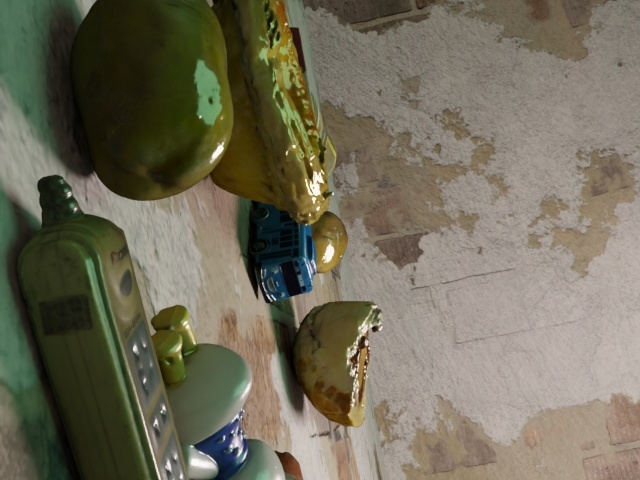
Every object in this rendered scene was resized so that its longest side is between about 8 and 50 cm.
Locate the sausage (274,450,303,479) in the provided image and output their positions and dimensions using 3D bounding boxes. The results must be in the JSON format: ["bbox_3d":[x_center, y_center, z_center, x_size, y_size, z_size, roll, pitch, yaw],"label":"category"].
[{"bbox_3d":[-0.056,0.380,0.789,0.094,0.094,0.419,-61,-166,25],"label":"sausage"}]

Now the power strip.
[{"bbox_3d":[-0.142,0.138,0.579,0.092,0.066,0.388,-86,164,-76],"label":"power strip"}]

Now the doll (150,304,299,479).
[{"bbox_3d":[-0.094,0.198,0.734,0.138,0.119,0.293,-75,149,-58],"label":"doll"}]

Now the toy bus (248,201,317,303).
[{"bbox_3d":[-0.062,0.012,1.333,0.185,0.106,0.090,-94,173,-49],"label":"toy bus"}]

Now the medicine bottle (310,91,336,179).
[{"bbox_3d":[-0.056,-0.196,1.535,0.322,0.151,0.151,47,33,-79],"label":"medicine bottle"}]

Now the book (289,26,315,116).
[{"bbox_3d":[-0.093,-0.260,1.339,0.022,0.162,0.232,146,-63,-65],"label":"book"}]

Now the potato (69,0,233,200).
[{"bbox_3d":[-0.145,-0.134,0.689,0.155,0.136,0.200,72,8,-53],"label":"potato"}]

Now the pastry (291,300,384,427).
[{"bbox_3d":[0.023,0.231,1.512,0.256,0.170,0.237,72,28,-78],"label":"pastry"}]

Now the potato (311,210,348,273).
[{"bbox_3d":[0.000,0.000,1.839,0.176,0.137,0.137,-89,166,-53],"label":"potato"}]

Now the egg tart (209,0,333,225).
[{"bbox_3d":[-0.091,-0.192,1.082,0.388,0.168,0.388,-12,90,-88],"label":"egg tart"}]

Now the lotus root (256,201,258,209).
[{"bbox_3d":[-0.083,-0.055,1.448,0.150,0.062,0.073,70,11,-47],"label":"lotus root"}]
